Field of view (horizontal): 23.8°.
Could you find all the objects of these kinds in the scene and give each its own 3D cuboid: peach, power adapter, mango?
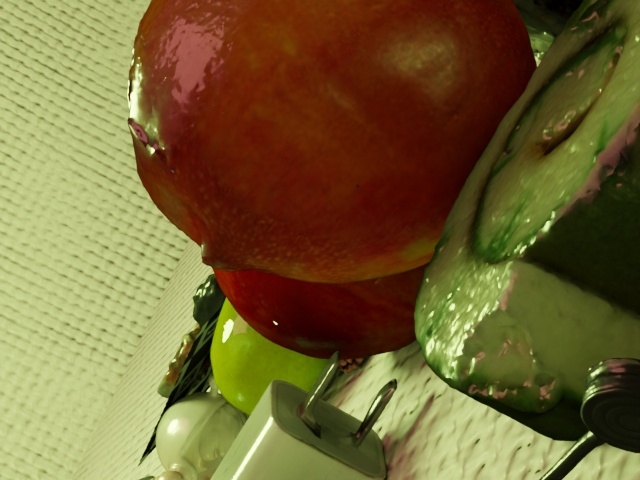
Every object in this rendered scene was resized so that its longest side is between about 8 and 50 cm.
[{"bbox_3d":[0.004,-0.126,1.347,0.372,0.373,0.290,-61,20,-2],"label":"peach"},{"bbox_3d":[-0.007,0.202,1.455,0.205,0.130,0.125,-57,11,14],"label":"power adapter"},{"bbox_3d":[-0.034,0.081,1.810,0.185,0.149,0.273,51,-123,-70],"label":"mango"},{"bbox_3d":[0.000,0.000,1.571,0.248,0.275,0.245,-61,5,34],"label":"peach"}]

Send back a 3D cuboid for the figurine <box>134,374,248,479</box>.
[{"bbox_3d":[-0.181,0.297,2.056,0.256,0.182,0.144,-51,55,15],"label":"figurine"}]

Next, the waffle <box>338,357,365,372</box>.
[{"bbox_3d":[0.042,0.113,1.731,0.083,0.029,0.075,-63,12,-27],"label":"waffle"}]

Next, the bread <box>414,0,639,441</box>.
[{"bbox_3d":[0.203,-0.038,1.088,0.366,0.129,0.382,-44,20,57],"label":"bread"}]

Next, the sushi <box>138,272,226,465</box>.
[{"bbox_3d":[-0.143,0.106,2.135,0.343,0.064,0.359,-47,-10,-41],"label":"sushi"}]

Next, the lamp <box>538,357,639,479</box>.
[{"bbox_3d":[0.113,0.209,1.020,0.371,0.130,0.108,-34,22,44],"label":"lamp"}]

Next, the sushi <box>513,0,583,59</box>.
[{"bbox_3d":[0.209,-0.300,1.508,0.207,0.234,0.348,-59,14,5],"label":"sushi"}]
